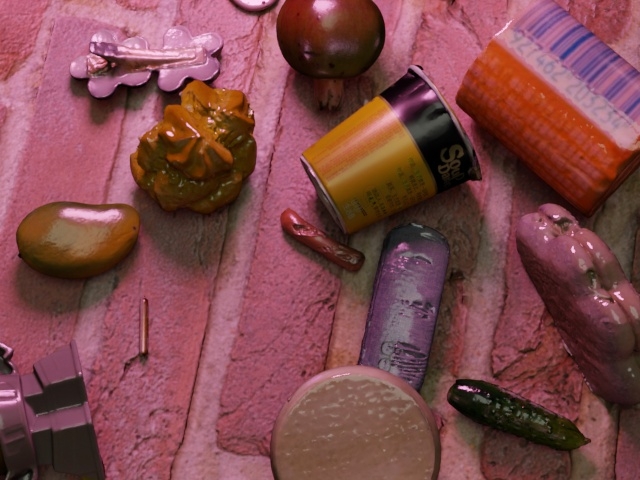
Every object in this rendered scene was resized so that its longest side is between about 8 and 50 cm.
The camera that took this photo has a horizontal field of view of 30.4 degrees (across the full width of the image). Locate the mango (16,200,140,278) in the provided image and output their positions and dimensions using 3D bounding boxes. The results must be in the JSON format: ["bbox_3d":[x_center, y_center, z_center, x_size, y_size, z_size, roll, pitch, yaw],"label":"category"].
[{"bbox_3d":[-0.379,-0.002,1.840,0.191,0.085,0.122,-1,69,-1],"label":"mango"}]

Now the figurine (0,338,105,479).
[{"bbox_3d":[-0.474,0.272,1.707,0.285,0.167,0.342,-13,52,-14],"label":"figurine"}]

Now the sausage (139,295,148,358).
[{"bbox_3d":[-0.275,0.135,1.834,0.015,0.015,0.100,-2,72,-2],"label":"sausage"}]

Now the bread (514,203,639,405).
[{"bbox_3d":[0.415,0.087,1.784,0.102,0.183,0.337,-26,77,-12],"label":"bread"}]

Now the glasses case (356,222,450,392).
[{"bbox_3d":[0.129,0.109,1.826,0.109,0.067,0.282,14,76,0],"label":"glasses case"}]

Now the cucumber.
[{"bbox_3d":[0.301,0.267,1.781,0.227,0.069,0.069,22,73,3],"label":"cucumber"}]

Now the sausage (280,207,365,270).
[{"bbox_3d":[0.000,0.000,1.876,0.158,0.042,0.036,33,112,11],"label":"sausage"}]

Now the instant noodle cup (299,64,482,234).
[{"bbox_3d":[0.104,-0.128,1.845,0.236,0.215,0.215,-32,75,-2],"label":"instant noodle cup"}]

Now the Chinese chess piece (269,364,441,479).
[{"bbox_3d":[0.051,0.307,1.716,0.250,0.101,0.250,0,86,4],"label":"Chinese chess piece"}]

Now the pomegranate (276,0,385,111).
[{"bbox_3d":[0.016,-0.315,1.924,0.180,0.180,0.209,5,108,0],"label":"pomegranate"}]

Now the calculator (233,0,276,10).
[{"bbox_3d":[-0.129,-0.469,2.031,0.103,0.024,0.166,-24,75,-9],"label":"calculator"}]

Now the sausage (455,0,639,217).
[{"bbox_3d":[0.389,-0.212,1.855,0.287,0.233,0.233,41,76,11],"label":"sausage"}]

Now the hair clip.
[{"bbox_3d":[-0.288,-0.300,1.950,0.257,0.075,0.146,-2,53,-8],"label":"hair clip"}]

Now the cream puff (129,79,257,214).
[{"bbox_3d":[-0.190,-0.146,1.848,0.195,0.194,0.221,34,77,9],"label":"cream puff"}]
